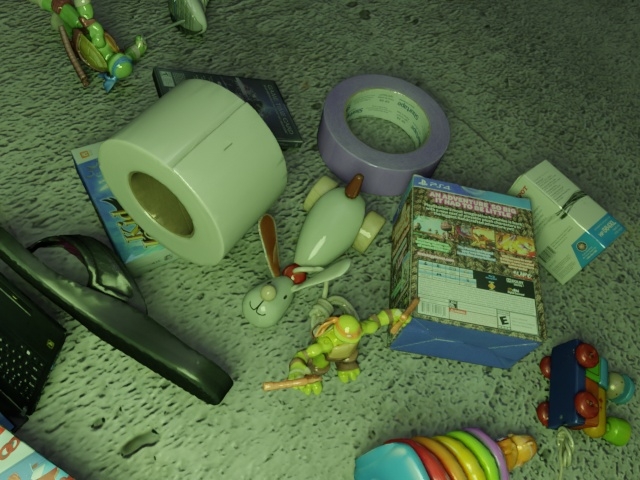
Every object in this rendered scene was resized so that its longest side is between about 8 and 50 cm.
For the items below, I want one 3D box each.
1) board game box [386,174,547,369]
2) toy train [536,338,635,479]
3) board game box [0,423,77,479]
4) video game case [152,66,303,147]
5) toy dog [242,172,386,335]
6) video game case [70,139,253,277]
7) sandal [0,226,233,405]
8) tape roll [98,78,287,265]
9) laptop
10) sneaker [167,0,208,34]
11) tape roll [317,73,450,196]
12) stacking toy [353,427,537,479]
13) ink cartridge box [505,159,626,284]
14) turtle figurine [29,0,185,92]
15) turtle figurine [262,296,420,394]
[{"bbox_3d":[0.252,0.055,0.987,0.231,0.141,0.291,12,56,-5],"label":"board game box"},{"bbox_3d":[0.448,0.303,0.905,0.143,0.105,0.248,26,56,-11],"label":"toy train"},{"bbox_3d":[-0.380,0.413,0.618,0.301,0.086,0.308,38,57,-4],"label":"board game box"},{"bbox_3d":[-0.189,-0.271,1.126,0.274,0.026,0.196,-3,55,-32],"label":"video game case"},{"bbox_3d":[0.000,0.000,0.957,0.219,0.161,0.334,17,56,-1],"label":"toy dog"},{"bbox_3d":[-0.292,-0.092,1.015,0.244,0.061,0.270,-24,66,-23],"label":"video game case"},{"bbox_3d":[-0.314,0.091,0.839,0.445,0.167,0.107,34,63,-1],"label":"sandal"},{"bbox_3d":[-0.197,-0.104,0.862,0.246,0.246,0.169,33,58,10],"label":"tape roll"},{"bbox_3d":[-0.517,0.173,0.753,0.234,0.265,0.136,36,21,11],"label":"laptop"},{"bbox_3d":[-0.312,-0.611,1.316,0.129,0.111,0.297,-9,61,-24],"label":"sneaker"},{"bbox_3d":[0.133,-0.230,1.175,0.274,0.090,0.275,5,57,-8],"label":"tape roll"},{"bbox_3d":[0.215,0.343,0.808,0.301,0.175,0.166,-10,63,-31],"label":"stacking toy"},{"bbox_3d":[0.464,-0.037,1.086,0.085,0.148,0.203,-31,69,-26],"label":"ink cartridge box"},{"bbox_3d":[-0.453,-0.472,1.147,0.266,0.275,0.197,33,23,15],"label":"turtle figurine"},{"bbox_3d":[0.015,0.165,0.822,0.269,0.217,0.087,-28,67,-25],"label":"turtle figurine"}]
